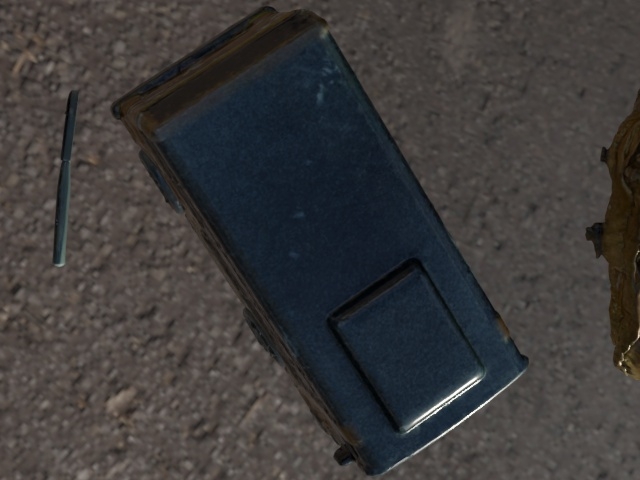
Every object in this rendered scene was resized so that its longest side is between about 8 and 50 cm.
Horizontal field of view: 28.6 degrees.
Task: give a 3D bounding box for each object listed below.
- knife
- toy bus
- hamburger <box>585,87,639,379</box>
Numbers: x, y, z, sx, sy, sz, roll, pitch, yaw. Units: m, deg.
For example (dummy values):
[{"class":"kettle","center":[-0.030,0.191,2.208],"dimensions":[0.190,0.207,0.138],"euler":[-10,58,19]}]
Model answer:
[{"class":"knife","center":[-0.255,-0.069,1.260],"dimensions":[0.015,0.210,0.028],"euler":[0,153,-1]},{"class":"toy bus","center":[0.000,0.000,0.928],"dimensions":[0.162,0.194,0.323],"euler":[-34,105,-8]},{"class":"hamburger","center":[0.349,-0.010,1.163],"dimensions":[0.318,0.158,0.319],"euler":[-22,115,-61]}]
